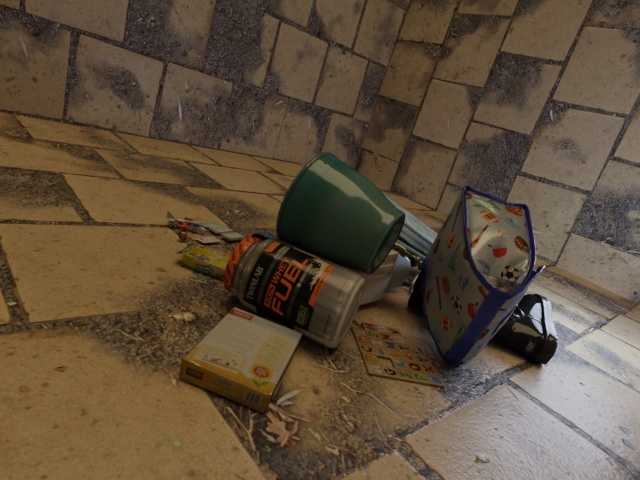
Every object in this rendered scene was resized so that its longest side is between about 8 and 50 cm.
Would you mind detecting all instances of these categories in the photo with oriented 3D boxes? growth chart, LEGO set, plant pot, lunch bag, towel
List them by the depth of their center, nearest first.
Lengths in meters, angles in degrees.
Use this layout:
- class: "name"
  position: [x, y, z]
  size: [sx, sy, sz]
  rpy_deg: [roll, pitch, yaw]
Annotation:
- class: "plant pot"
  position: [0.068, -0.050, 1.094]
  size: [0.255, 0.272, 0.271]
  rpy_deg: [31, 21, 19]
- class: "lunch bag"
  position: [0.424, 0.105, 1.146]
  size: [0.238, 0.328, 0.386]
  rpy_deg: [17, 43, 5]
- class: "growth chart"
  position: [0.223, 0.015, 1.347]
  size: [0.237, 0.021, 0.172]
  rpy_deg: [32, -2, 22]
- class: "LEGO set"
  position: [-0.402, -0.047, 1.443]
  size: [0.182, 0.060, 0.244]
  rpy_deg: [24, 18, 32]
- class: "towel"
  position: [0.328, -0.047, 1.636]
  size: [0.374, 0.090, 0.320]
  rpy_deg: [36, 16, -4]

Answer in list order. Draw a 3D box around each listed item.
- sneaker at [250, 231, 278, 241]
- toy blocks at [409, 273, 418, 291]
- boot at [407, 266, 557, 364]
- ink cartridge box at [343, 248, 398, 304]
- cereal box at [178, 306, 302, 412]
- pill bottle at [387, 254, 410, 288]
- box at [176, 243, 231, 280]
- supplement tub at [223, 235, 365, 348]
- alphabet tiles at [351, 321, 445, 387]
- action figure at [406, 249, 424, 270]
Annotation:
- class: "sneaker"
  position: [-0.143, 0.025, 1.457]
  size: [0.209, 0.069, 0.082]
  rpy_deg: [25, 15, 23]
- class: "toy blocks"
  position: [0.408, 0.182, 1.546]
  size: [0.148, 0.054, 0.123]
  rpy_deg: [23, 17, 15]
- class: "boot"
  position: [0.541, 0.209, 1.447]
  size: [0.444, 0.146, 0.367]
  rpy_deg: [20, 19, 12]
- class: "ink cartridge box"
  position: [0.084, 0.069, 1.305]
  size: [0.171, 0.168, 0.232]
  rpy_deg: [-6, 29, -46]
- class: "cereal box"
  position: [-0.148, 0.228, 0.856]
  size: [0.172, 0.047, 0.240]
  rpy_deg: [20, 17, 7]
- class: "pill bottle"
  position: [0.200, 0.054, 1.551]
  size: [0.162, 0.162, 0.278]
  rpy_deg: [9, 19, -27]
- class: "box"
  position: [-0.316, 0.062, 1.215]
  size: [0.179, 0.043, 0.105]
  rpy_deg: [21, 18, 3]
- class: "supplement tub"
  position: [-0.066, 0.116, 1.040]
  size: [0.315, 0.194, 0.193]
  rpy_deg: [22, 17, 15]
- class: "alphabet tiles"
  position: [0.187, 0.284, 1.087]
  size: [0.198, 0.009, 0.237]
  rpy_deg: [14, 18, -13]
- class: "action figure"
  position: [0.367, 0.048, 1.848]
  size: [0.330, 0.178, 0.341]
  rpy_deg: [-6, 55, -39]
